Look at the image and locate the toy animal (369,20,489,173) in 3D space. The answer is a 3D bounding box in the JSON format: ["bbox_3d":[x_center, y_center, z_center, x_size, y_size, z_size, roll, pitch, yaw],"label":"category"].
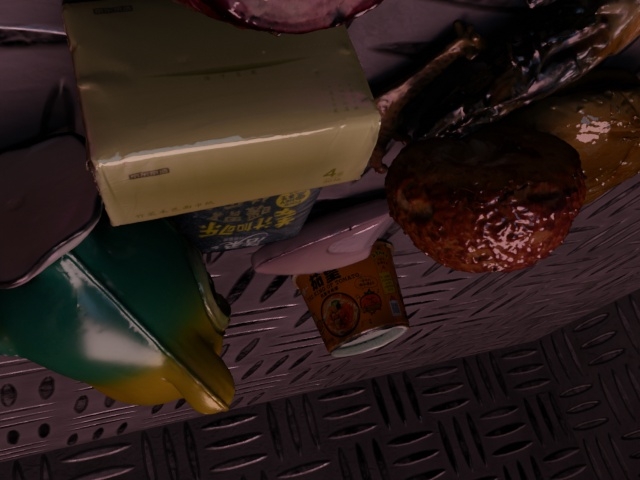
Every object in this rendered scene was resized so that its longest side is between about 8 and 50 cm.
[{"bbox_3d":[0.086,-0.152,0.766,0.149,0.054,0.275,-11,157,-23],"label":"toy animal"}]

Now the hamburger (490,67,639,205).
[{"bbox_3d":[0.349,-0.129,0.915,0.266,0.134,0.285,-8,155,-29],"label":"hamburger"}]

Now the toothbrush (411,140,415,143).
[{"bbox_3d":[0.228,-0.184,0.825,0.297,0.030,0.031,-33,146,33],"label":"toothbrush"}]

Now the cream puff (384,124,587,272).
[{"bbox_3d":[0.196,-0.050,0.767,0.240,0.240,0.163,-16,115,-4],"label":"cream puff"}]

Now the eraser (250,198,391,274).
[{"bbox_3d":[0.000,-0.001,1.061,0.244,0.059,0.204,-13,159,-21],"label":"eraser"}]

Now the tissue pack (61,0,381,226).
[{"bbox_3d":[-0.087,-0.121,0.556,0.234,0.159,0.125,-11,158,-15],"label":"tissue pack"}]

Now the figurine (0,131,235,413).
[{"bbox_3d":[-0.237,0.063,0.721,0.231,0.324,0.340,-47,141,-18],"label":"figurine"}]

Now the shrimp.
[{"bbox_3d":[0.237,-0.221,0.625,0.365,0.071,0.233,-33,159,6],"label":"shrimp"}]

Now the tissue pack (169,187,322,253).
[{"bbox_3d":[-0.092,-0.071,0.785,0.186,0.081,0.257,-8,157,-20],"label":"tissue pack"}]

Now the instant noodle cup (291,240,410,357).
[{"bbox_3d":[0.069,0.120,1.261,0.216,0.172,0.215,-16,159,-6],"label":"instant noodle cup"}]

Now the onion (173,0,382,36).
[{"bbox_3d":[-0.031,-0.237,0.369,0.195,0.140,0.218,-10,124,-36],"label":"onion"}]
